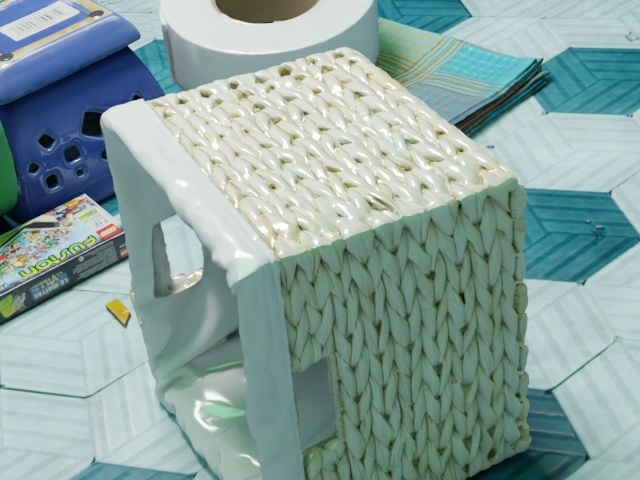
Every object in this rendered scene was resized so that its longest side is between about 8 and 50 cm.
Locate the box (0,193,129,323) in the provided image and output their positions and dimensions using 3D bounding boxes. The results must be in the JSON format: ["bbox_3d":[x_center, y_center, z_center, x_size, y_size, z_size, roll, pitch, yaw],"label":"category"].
[{"bbox_3d":[-0.331,0.025,1.604,0.207,0.036,0.114,-29,39,-25],"label":"box"}]

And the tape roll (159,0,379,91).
[{"bbox_3d":[-0.065,-0.286,1.818,0.286,0.100,0.286,-3,44,3],"label":"tape roll"}]

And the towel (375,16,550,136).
[{"bbox_3d":[0.073,-0.211,1.826,0.370,0.040,0.271,24,47,39],"label":"towel"}]

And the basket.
[{"bbox_3d":[-0.007,0.043,1.249,0.266,0.328,0.331,-20,35,-20],"label":"basket"}]

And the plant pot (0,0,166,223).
[{"bbox_3d":[-0.339,-0.184,1.748,0.236,0.212,0.236,-30,39,-25],"label":"plant pot"}]

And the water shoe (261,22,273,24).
[{"bbox_3d":[-0.106,-0.309,1.982,0.080,0.073,0.203,-9,35,-2],"label":"water shoe"}]

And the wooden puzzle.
[{"bbox_3d":[-0.173,0.064,1.526,0.116,0.014,0.078,-21,37,-15],"label":"wooden puzzle"}]

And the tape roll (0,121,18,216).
[{"bbox_3d":[-0.476,-0.160,1.654,0.077,0.321,0.321,-29,39,-25],"label":"tape roll"}]
